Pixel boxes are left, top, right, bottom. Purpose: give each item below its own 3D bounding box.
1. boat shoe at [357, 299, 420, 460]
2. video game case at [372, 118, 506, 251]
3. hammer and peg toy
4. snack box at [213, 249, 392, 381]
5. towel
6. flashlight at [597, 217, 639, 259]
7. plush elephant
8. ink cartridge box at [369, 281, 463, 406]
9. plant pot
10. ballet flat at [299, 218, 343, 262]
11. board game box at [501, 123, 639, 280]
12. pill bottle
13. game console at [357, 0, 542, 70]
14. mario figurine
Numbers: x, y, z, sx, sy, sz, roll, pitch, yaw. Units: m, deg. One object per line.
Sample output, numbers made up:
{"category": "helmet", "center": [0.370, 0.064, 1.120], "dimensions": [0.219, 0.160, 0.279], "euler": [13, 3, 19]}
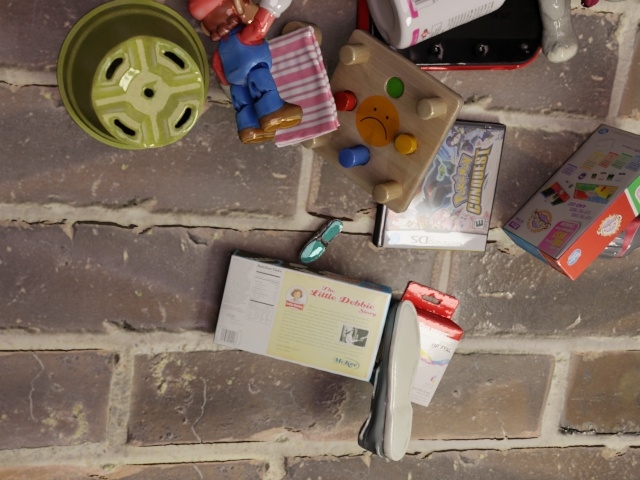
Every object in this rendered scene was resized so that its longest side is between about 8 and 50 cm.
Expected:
{"category": "boat shoe", "center": [0.131, 0.277, 1.923], "dimensions": [0.116, 0.099, 0.320], "euler": [8, 87, -56]}
{"category": "video game case", "center": [0.244, -0.114, 1.960], "dimensions": [0.248, 0.035, 0.275], "euler": [3, 105, -17]}
{"category": "hammer and peg toy", "center": [0.069, -0.245, 1.777], "dimensions": [0.127, 0.361, 0.266], "euler": [-20, 142, -53]}
{"category": "snack box", "center": [-0.036, 0.147, 1.883], "dimensions": [0.321, 0.060, 0.187], "euler": [14, 102, 2]}
{"category": "towel", "center": [-0.049, -0.281, 1.751], "dimensions": [0.029, 0.144, 0.197], "euler": [-20, 96, -54]}
{"category": "flashlight", "center": [0.741, 0.003, 2.091], "dimensions": [0.303, 0.103, 0.103], "euler": [7, 131, -11]}
{"category": "plush elephant", "center": [0.541, -0.532, 1.773], "dimensions": [0.271, 0.255, 0.330], "euler": [-37, 116, -20]}
{"category": "ink cartridge box", "center": [0.208, 0.220, 2.024], "dimensions": [0.134, 0.078, 0.231], "euler": [21, 99, -19]}
{"category": "plant pot", "center": [-0.307, -0.269, 1.631], "dimensions": [0.275, 0.254, 0.276], "euler": [-4, 107, -15]}
{"category": "ballet flat", "center": [0.000, 0.000, 1.918], "dimensions": [0.114, 0.041, 0.041], "euler": [-45, 113, 1]}
{"category": "board game box", "center": [0.548, -0.086, 1.948], "dimensions": [0.316, 0.242, 0.064], "euler": [-46, 113, 1]}
{"category": "pill bottle", "center": [0.235, -0.467, 1.711], "dimensions": [0.283, 0.160, 0.160], "euler": [-24, 111, -11]}
{"category": "game console", "center": [0.259, -0.501, 1.846], "dimensions": [0.386, 0.060, 0.342], "euler": [-4, 101, -16]}
{"category": "mario figurine", "center": [-0.113, -0.347, 1.710], "dimensions": [0.198, 0.170, 0.321], "euler": [-18, 88, 12]}
